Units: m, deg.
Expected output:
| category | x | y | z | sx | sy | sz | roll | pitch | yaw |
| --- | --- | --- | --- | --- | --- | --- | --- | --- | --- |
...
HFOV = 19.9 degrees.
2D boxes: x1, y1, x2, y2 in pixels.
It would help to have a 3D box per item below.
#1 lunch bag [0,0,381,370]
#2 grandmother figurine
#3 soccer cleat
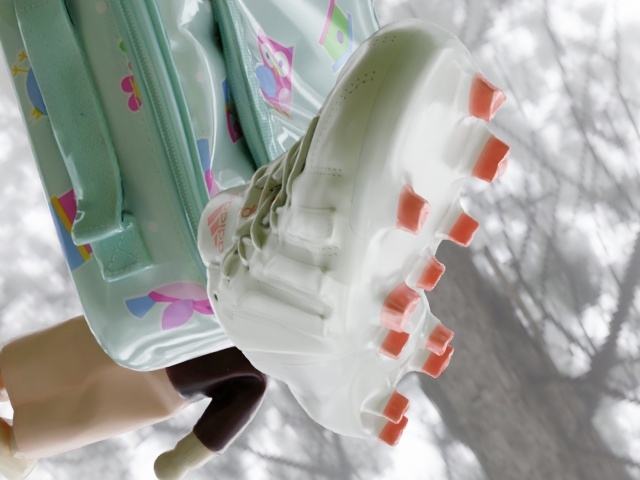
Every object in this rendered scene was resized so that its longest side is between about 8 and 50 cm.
| category | x | y | z | sx | sy | sz | roll | pitch | yaw |
| --- | --- | --- | --- | --- | --- | --- | --- | --- | --- |
| lunch bag | -0.053 | -0.081 | 0.856 | 0.108 | 0.279 | 0.224 | -18 | -179 | 27 |
| grandmother figurine | -0.113 | 0.086 | 1.463 | 0.342 | 0.104 | 0.208 | -14 | -92 | 17 |
| soccer cleat | 0.000 | 0.000 | 0.489 | 0.076 | 0.196 | 0.068 | 30 | -113 | 12 |
